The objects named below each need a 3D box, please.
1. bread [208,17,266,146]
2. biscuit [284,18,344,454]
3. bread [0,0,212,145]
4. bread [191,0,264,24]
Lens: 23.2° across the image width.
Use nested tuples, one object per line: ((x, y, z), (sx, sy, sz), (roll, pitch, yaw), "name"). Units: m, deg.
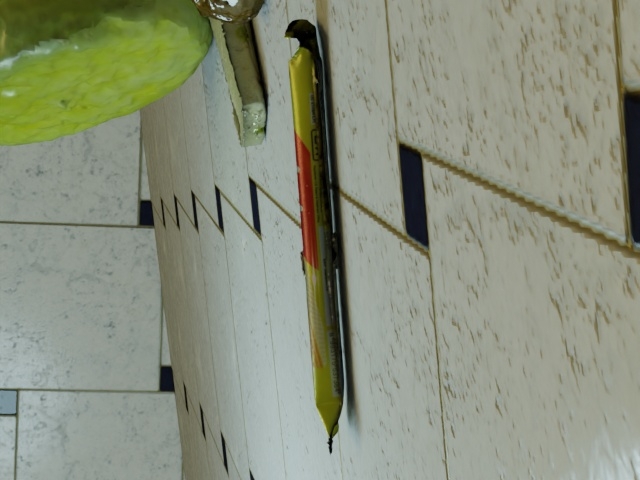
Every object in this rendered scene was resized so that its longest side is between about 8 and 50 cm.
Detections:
((-0.071, -0.158, 1.338), (0.068, 0.028, 0.154), (98, 161, -59), "bread")
((0.000, 0.000, 1.038), (0.048, 0.026, 0.292), (-61, -32, -72), "biscuit")
((-0.281, -0.283, 1.630), (0.348, 0.348, 0.308), (106, 146, -67), "bread")
((-0.077, -0.212, 1.230), (0.113, 0.060, 0.082), (117, 147, -71), "bread")
